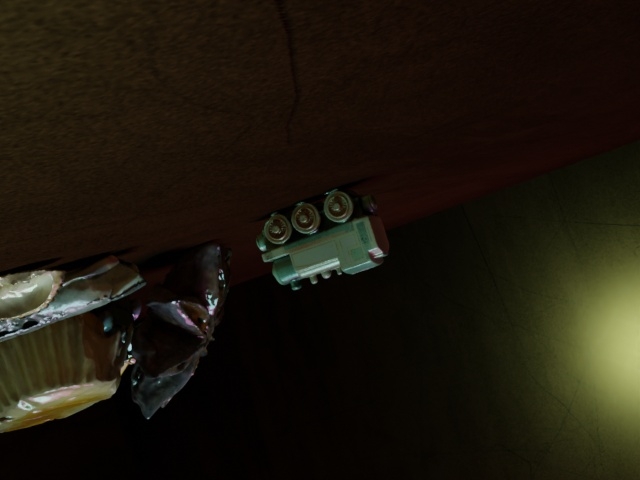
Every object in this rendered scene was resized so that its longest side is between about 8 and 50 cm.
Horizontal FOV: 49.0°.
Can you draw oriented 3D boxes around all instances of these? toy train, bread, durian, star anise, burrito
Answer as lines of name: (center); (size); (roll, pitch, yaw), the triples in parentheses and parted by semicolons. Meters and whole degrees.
toy train: (0.000, 0.000, 1.033); (0.194, 0.125, 0.081); (-20, 173, 21)
bread: (-0.464, 0.196, 1.103); (0.236, 0.183, 0.389); (-3, 162, -42)
durian: (-0.350, 0.064, 0.793); (0.131, 0.052, 0.066); (-16, 174, -20)
star anise: (-0.240, 0.142, 1.194); (0.118, 0.331, 0.331); (18, 176, 1)
burrito: (-0.376, 0.085, 0.886); (0.310, 0.066, 0.096); (-17, -179, -12)
toy train: (-0.385, 0.172, 1.284); (0.089, 0.219, 0.127); (25, 107, -32)
